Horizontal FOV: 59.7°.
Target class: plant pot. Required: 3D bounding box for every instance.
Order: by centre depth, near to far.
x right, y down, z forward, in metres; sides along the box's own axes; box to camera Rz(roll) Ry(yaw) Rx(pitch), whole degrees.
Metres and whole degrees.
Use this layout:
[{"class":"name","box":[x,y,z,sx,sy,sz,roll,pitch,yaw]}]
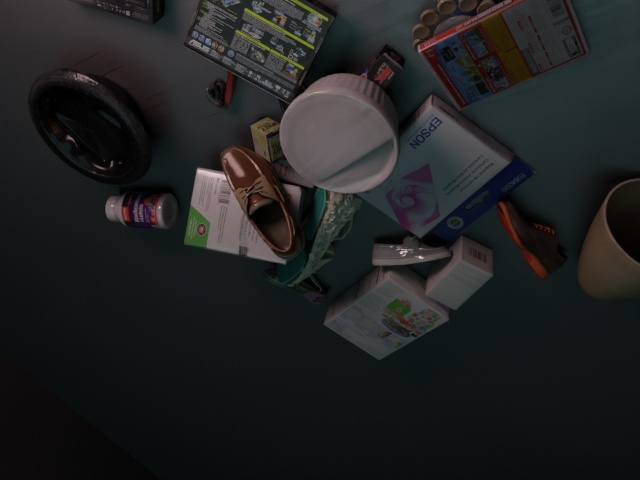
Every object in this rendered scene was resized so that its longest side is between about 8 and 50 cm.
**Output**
[{"class":"plant pot","box":[0.735,0.037,1.325,0.256,0.257,0.274,14,150,4]}]

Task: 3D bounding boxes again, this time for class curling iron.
[{"class":"curling iron","box":[-0.216,-0.424,1.308,0.068,0.035,0.274,24,134,-5]}]

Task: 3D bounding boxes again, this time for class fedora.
[{"class":"fedora","box":[-0.564,-0.311,1.438,0.333,0.153,0.334,9,134,9]}]

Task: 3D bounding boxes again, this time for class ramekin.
[{"class":"ramekin","box":[0.053,-0.246,1.253,0.272,0.127,0.273,10,137,10]}]

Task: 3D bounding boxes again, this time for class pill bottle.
[{"class":"pill bottle","box":[-0.535,-0.092,1.665,0.193,0.108,0.108,3,133,14]}]

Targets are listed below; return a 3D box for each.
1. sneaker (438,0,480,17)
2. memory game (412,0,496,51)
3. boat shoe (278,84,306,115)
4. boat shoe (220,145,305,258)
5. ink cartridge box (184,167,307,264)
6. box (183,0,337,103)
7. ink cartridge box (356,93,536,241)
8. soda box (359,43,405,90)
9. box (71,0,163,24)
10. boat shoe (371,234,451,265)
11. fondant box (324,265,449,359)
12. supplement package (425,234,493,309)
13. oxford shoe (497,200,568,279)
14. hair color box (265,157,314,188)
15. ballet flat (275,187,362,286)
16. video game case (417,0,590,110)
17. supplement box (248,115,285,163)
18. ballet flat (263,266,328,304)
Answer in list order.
[{"class":"sneaker","box":[0.244,-0.495,1.065,0.080,0.081,0.211,-22,129,30]},{"class":"memory game","box":[0.277,-0.421,1.125,0.186,0.012,0.186,1,155,0]},{"class":"boat shoe","box":[-0.046,-0.282,1.360,0.083,0.079,0.233,-6,128,21]},{"class":"boat shoe","box":[-0.144,-0.101,1.381,0.123,0.116,0.324,-36,86,4]},{"class":"ink cartridge box","box":[-0.198,-0.065,1.509,0.289,0.121,0.211,12,93,6]},{"class":"box","box":[-0.132,-0.457,1.205,0.270,0.060,0.216,26,121,-9]},{"class":"ink cartridge box","box":[0.298,-0.147,1.388,0.330,0.071,0.324,33,132,-12]},{"class":"soda box","box":[0.114,-0.355,1.259,0.060,0.053,0.169,33,132,-14]},{"class":"box","box":[-0.459,-0.594,1.207,0.232,0.059,0.184,16,135,3]},{"class":"boat shoe","box":[0.247,0.025,1.552,0.227,0.079,0.081,-6,87,27]},{"class":"fondant box","box":[0.203,0.222,1.742,0.238,0.096,0.330,35,133,-16]},{"class":"supplement package","box":[0.386,0.091,1.555,0.105,0.105,0.179,26,134,-9]},{"class":"oxford shoe","box":[0.543,-0.018,1.432,0.098,0.097,0.271,-35,121,16]},{"class":"hair color box","box":[-0.077,-0.194,1.475,0.141,0.043,0.072,16,135,1]},{"class":"ballet flat","box":[0.000,0.000,1.579,0.146,0.147,0.409,25,134,-7]},{"class":"video game case","box":[0.371,-0.386,1.128,0.285,0.025,0.204,-19,143,31]},{"class":"supplement box","box":[-0.128,-0.253,1.400,0.083,0.056,0.083,36,147,37]},{"class":"ballet flat","box":[-0.069,0.127,1.761,0.221,0.077,0.079,30,115,-18]}]
